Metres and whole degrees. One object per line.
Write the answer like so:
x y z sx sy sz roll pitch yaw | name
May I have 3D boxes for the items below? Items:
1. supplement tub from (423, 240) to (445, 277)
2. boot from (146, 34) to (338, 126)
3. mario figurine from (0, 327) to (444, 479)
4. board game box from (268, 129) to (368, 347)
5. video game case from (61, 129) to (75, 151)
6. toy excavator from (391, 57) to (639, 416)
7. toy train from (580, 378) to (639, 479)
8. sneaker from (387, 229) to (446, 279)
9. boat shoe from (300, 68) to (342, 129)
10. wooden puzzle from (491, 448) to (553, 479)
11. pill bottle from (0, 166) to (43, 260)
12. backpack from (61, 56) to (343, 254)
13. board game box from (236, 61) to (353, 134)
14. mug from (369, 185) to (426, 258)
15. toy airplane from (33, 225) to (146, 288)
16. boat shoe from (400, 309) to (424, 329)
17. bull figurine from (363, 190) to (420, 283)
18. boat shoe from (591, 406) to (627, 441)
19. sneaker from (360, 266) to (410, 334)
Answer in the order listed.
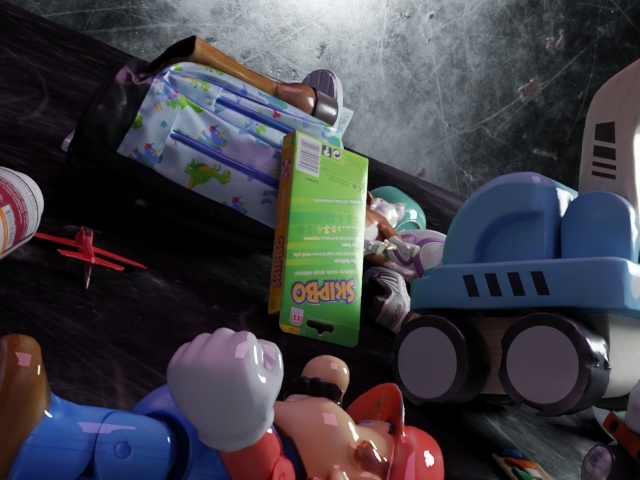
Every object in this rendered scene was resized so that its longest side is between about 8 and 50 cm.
0.284 0.087 1.403 0.199 0.144 0.144 34 14 35 | supplement tub
-0.156 -0.201 1.325 0.280 0.096 0.264 15 -18 -36 | boot
-0.059 0.110 0.539 0.320 0.170 0.198 18 12 -28 | mario figurine
0.000 0.000 1.064 0.124 0.259 0.039 18 -26 -35 | board game box
-0.325 -0.137 1.410 0.190 0.022 0.173 23 12 -13 | video game case
0.300 -0.029 0.953 0.433 0.445 0.222 -6 -11 40 | toy excavator
0.443 0.253 0.903 0.334 0.190 0.142 23 12 -15 | toy train
0.259 0.073 1.588 0.305 0.114 0.152 23 -9 -6 | sneaker
-0.015 -0.178 1.637 0.109 0.302 0.094 9 -8 25 | boat shoe
0.225 0.251 0.891 0.078 0.014 0.116 19 13 -32 | wooden puzzle
-0.312 -0.022 0.780 0.086 0.086 0.152 24 11 -6 | pill bottle
-0.140 -0.107 1.172 0.355 0.273 0.290 36 -16 -11 | backpack
-0.092 -0.214 1.738 0.097 0.224 0.303 33 13 32 | board game box
0.150 -0.025 1.650 0.157 0.129 0.097 17 18 -38 | mug
-0.253 0.010 0.904 0.151 0.028 0.151 23 12 -5 | toy airplane
0.217 0.136 1.189 0.257 0.095 0.095 12 24 -49 | boat shoe
0.065 -0.007 1.436 0.310 0.101 0.188 -5 33 -47 | bull figurine
0.466 0.246 1.227 0.267 0.096 0.088 19 9 -34 | boat shoe
0.082 0.076 1.230 0.075 0.063 0.170 28 15 -20 | sneaker
